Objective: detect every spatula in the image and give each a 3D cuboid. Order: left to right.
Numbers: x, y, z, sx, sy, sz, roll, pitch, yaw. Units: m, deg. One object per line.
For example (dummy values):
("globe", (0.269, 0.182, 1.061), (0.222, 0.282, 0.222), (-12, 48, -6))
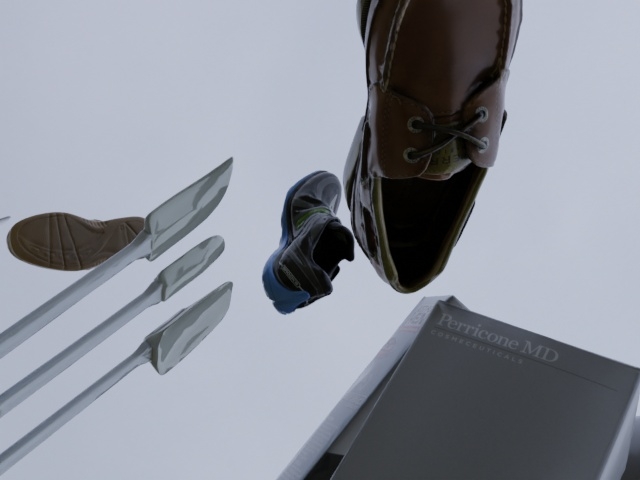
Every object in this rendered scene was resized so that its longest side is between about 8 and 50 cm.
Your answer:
("spatula", (-0.141, 0.063, 0.838), (0.019, 0.242, 0.168), (35, -39, 20))

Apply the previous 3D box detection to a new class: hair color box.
("hair color box", (0.080, 0.258, 1.339), (0.185, 0.374, 0.113), (41, -10, -6))

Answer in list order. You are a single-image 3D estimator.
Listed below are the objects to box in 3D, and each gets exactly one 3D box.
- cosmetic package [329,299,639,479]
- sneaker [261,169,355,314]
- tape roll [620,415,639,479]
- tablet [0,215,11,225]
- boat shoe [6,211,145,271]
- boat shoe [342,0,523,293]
("cosmetic package", (0.067, 0.156, 0.634), (0.127, 0.238, 0.107), (17, -38, 20))
("sneaker", (0.000, 0.000, 1.170), (0.078, 0.188, 0.067), (-14, -58, 20))
("tape roll", (0.326, 0.260, 1.105), (0.072, 0.219, 0.219), (-19, -87, 35))
("tablet", (-0.418, -0.011, 1.502), (0.054, 0.083, 0.006), (-20, -90, 62))
("boat shoe", (-0.251, 0.006, 1.273), (0.059, 0.170, 0.063), (-16, -103, 45))
("boat shoe", (0.081, -0.084, 0.827), (0.307, 0.110, 0.104), (93, -11, -52))
